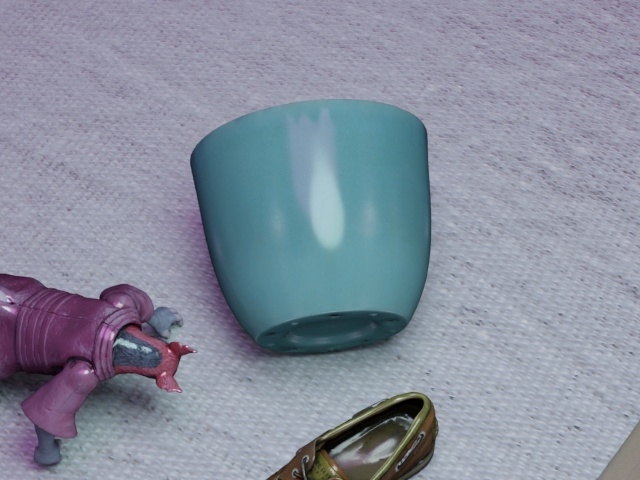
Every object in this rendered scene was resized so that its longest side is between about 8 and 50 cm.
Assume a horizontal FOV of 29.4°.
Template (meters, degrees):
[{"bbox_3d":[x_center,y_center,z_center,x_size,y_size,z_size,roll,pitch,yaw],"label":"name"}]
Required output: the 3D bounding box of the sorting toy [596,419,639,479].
[{"bbox_3d":[0.425,0.304,1.389,0.208,0.038,0.193,31,61,25],"label":"sorting toy"}]

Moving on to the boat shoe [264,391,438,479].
[{"bbox_3d":[0.002,0.269,1.366,0.307,0.104,0.111,-37,63,-22],"label":"boat shoe"}]

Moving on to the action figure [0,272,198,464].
[{"bbox_3d":[-0.311,0.091,1.403,0.370,0.275,0.248,6,49,21],"label":"action figure"}]

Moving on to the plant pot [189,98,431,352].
[{"bbox_3d":[0.000,0.000,1.453,0.293,0.293,0.235,-6,70,-4],"label":"plant pot"}]
